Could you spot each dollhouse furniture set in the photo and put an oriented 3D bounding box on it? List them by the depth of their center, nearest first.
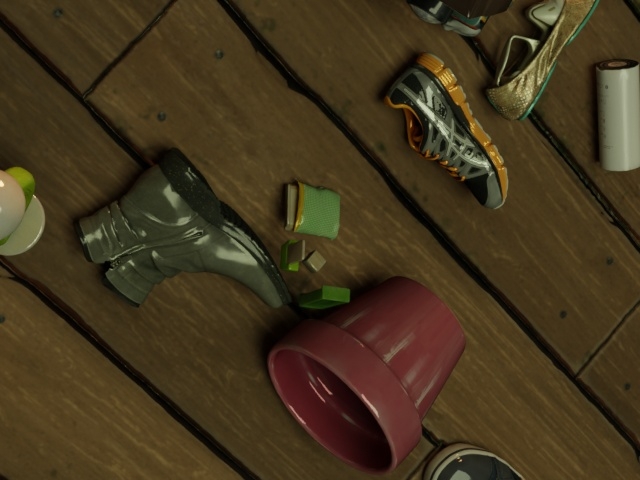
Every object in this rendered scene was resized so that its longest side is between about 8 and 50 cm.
[{"bbox_3d":[0.000,0.000,1.756,0.076,0.059,0.151,10,73,-31],"label":"dollhouse furniture set"}]

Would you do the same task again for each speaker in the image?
[{"bbox_3d":[0.379,-0.158,1.933,0.055,0.055,0.136,-14,111,-22],"label":"speaker"}]

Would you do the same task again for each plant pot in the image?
[{"bbox_3d":[0.069,0.146,1.806,0.180,0.201,0.201,-42,120,-26],"label":"plant pot"}]

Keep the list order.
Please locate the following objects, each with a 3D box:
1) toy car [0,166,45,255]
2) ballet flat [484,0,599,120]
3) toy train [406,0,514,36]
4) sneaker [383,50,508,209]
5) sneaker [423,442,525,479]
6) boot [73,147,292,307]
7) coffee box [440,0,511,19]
[{"bbox_3d":[-0.379,-0.018,1.568,0.136,0.159,0.182,39,86,7],"label":"toy car"},{"bbox_3d":[0.267,-0.244,1.847,0.067,0.073,0.206,32,86,-16],"label":"ballet flat"},{"bbox_3d":[0.215,-0.383,1.718,0.334,0.142,0.190,-60,158,5],"label":"toy train"},{"bbox_3d":[0.151,-0.121,1.823,0.083,0.084,0.215,-37,109,-8],"label":"sneaker"},{"bbox_3d":[0.264,0.397,2.008,0.126,0.127,0.321,-44,118,-6],"label":"sneaker"},{"bbox_3d":[-0.157,0.022,1.725,0.161,0.083,0.246,-39,119,3],"label":"boot"},{"bbox_3d":[0.093,-0.377,1.568,0.168,0.297,0.119,-61,165,24],"label":"coffee box"}]
